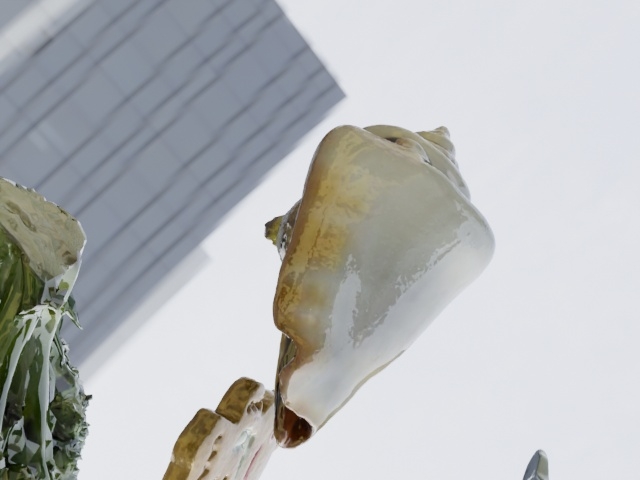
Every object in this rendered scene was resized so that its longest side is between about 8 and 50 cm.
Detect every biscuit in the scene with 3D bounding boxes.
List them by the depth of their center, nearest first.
[{"bbox_3d":[-0.089,0.211,1.565,0.035,0.249,0.184,27,-83,16],"label":"biscuit"}]

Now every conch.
[{"bbox_3d":[0.016,0.010,0.788,0.094,0.104,0.176,44,-110,9],"label":"conch"}]

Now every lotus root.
[{"bbox_3d":[0.000,0.000,1.560,0.094,0.108,0.190,-4,-172,-12],"label":"lotus root"}]

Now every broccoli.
[{"bbox_3d":[-0.268,0.077,1.094,0.283,0.304,0.321,-49,-163,24],"label":"broccoli"}]

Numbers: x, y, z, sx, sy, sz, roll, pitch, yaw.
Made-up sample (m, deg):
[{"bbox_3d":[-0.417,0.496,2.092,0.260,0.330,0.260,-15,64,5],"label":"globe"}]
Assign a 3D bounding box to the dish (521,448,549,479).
[{"bbox_3d":[0.146,0.263,1.080,0.228,0.086,0.236,157,-47,-88],"label":"dish"}]
